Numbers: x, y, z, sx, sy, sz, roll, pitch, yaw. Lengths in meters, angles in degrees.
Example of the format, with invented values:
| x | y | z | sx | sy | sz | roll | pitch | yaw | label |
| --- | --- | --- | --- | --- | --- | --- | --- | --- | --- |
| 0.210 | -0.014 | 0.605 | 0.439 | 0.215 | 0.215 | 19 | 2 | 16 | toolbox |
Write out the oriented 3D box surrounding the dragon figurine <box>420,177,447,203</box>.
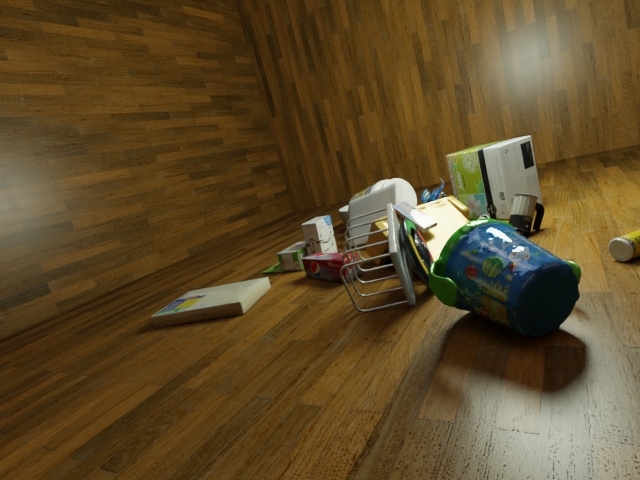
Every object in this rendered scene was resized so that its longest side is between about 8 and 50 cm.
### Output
| x | y | z | sx | sy | sz | roll | pitch | yaw | label |
| --- | --- | --- | --- | --- | --- | --- | --- | --- | --- |
| 0.624 | -0.240 | 2.246 | 0.144 | 0.289 | 0.085 | 23 | -7 | -30 | dragon figurine |

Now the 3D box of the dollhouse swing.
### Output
| x | y | z | sx | sy | sz | roll | pitch | yaw | label |
| --- | --- | --- | --- | --- | --- | --- | --- | --- | --- |
| 0.405 | 0.036 | 1.526 | 0.346 | 0.305 | 0.315 | -18 | -30 | -13 | dollhouse swing |

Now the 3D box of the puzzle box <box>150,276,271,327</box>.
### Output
| x | y | z | sx | sy | sz | roll | pitch | yaw | label |
| --- | --- | --- | --- | --- | --- | --- | --- | --- | --- |
| -0.434 | 0.246 | 1.616 | 0.408 | 0.052 | 0.272 | -12 | 12 | 18 | puzzle box |

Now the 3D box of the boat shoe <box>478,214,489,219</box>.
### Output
| x | y | z | sx | sy | sz | roll | pitch | yaw | label |
| --- | --- | --- | --- | --- | --- | --- | --- | --- | --- |
| 0.673 | -0.065 | 1.654 | 0.066 | 0.063 | 0.184 | -7 | 13 | 35 | boat shoe |

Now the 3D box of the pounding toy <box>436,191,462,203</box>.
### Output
| x | y | z | sx | sy | sz | roll | pitch | yaw | label |
| --- | --- | --- | --- | --- | --- | --- | --- | --- | --- |
| 0.536 | -0.119 | 1.797 | 0.094 | 0.181 | 0.206 | -20 | 12 | -23 | pounding toy |

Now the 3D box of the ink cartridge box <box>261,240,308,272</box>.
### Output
| x | y | z | sx | sy | sz | roll | pitch | yaw | label |
| --- | --- | --- | --- | --- | --- | --- | --- | --- | --- |
| -0.149 | 0.079 | 1.954 | 0.255 | 0.097 | 0.189 | -7 | 14 | 33 | ink cartridge box |

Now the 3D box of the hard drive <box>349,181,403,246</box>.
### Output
| x | y | z | sx | sy | sz | roll | pitch | yaw | label |
| --- | --- | --- | --- | --- | --- | --- | --- | --- | --- |
| 0.252 | -0.110 | 1.862 | 0.047 | 0.233 | 0.353 | 6 | -12 | -30 | hard drive |

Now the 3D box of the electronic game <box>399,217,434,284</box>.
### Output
| x | y | z | sx | sy | sz | roll | pitch | yaw | label |
| --- | --- | --- | --- | --- | --- | --- | --- | --- | --- |
| 0.306 | 0.035 | 1.224 | 0.048 | 0.229 | 0.229 | -28 | 5 | 23 | electronic game |

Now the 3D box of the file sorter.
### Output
| x | y | z | sx | sy | sz | roll | pitch | yaw | label |
| --- | --- | --- | --- | --- | --- | --- | --- | --- | --- |
| 0.170 | 0.052 | 1.220 | 0.173 | 0.193 | 0.278 | -15 | 30 | 17 | file sorter |

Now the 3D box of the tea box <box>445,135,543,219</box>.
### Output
| x | y | z | sx | sy | sz | roll | pitch | yaw | label |
| --- | --- | --- | --- | --- | --- | --- | --- | --- | --- |
| 0.804 | -0.283 | 1.875 | 0.220 | 0.329 | 0.323 | -20 | 11 | -22 | tea box |

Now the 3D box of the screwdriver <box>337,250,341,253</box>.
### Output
| x | y | z | sx | sy | sz | roll | pitch | yaw | label |
| --- | --- | --- | --- | --- | --- | --- | --- | --- | --- |
| 0.088 | 0.077 | 1.837 | 0.024 | 0.025 | 0.170 | -14 | 10 | 4 | screwdriver |

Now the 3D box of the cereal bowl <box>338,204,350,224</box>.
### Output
| x | y | z | sx | sy | sz | roll | pitch | yaw | label |
| --- | --- | --- | --- | --- | --- | --- | --- | --- | --- |
| 0.289 | -0.163 | 2.459 | 0.338 | 0.141 | 0.339 | -14 | 11 | 3 | cereal bowl |

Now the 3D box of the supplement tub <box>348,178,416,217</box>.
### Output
| x | y | z | sx | sy | sz | roll | pitch | yaw | label |
| --- | --- | --- | --- | --- | --- | --- | --- | --- | --- |
| 0.314 | -0.173 | 2.068 | 0.241 | 0.241 | 0.331 | -20 | -1 | -26 | supplement tub |

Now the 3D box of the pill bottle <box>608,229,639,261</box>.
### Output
| x | y | z | sx | sy | sz | roll | pitch | yaw | label |
| --- | --- | --- | --- | --- | --- | --- | --- | --- | --- |
| 0.835 | 0.009 | 1.062 | 0.116 | 0.065 | 0.065 | -18 | 11 | -13 | pill bottle |

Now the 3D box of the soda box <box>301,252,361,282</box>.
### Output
| x | y | z | sx | sy | sz | roll | pitch | yaw | label |
| --- | --- | --- | --- | --- | --- | --- | --- | --- | --- |
| 0.040 | 0.102 | 1.592 | 0.083 | 0.092 | 0.263 | -22 | 13 | -36 | soda box |

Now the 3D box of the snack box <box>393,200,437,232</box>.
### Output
| x | y | z | sx | sy | sz | roll | pitch | yaw | label |
| --- | --- | --- | --- | --- | --- | --- | --- | --- | --- |
| 0.341 | -0.091 | 1.463 | 0.064 | 0.022 | 0.178 | -25 | 42 | -19 | snack box |

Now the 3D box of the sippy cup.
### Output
| x | y | z | sx | sy | sz | roll | pitch | yaw | label |
| --- | --- | --- | --- | --- | --- | --- | --- | --- | --- |
| 0.414 | 0.088 | 0.879 | 0.305 | 0.240 | 0.224 | -38 | 23 | -2 | sippy cup |

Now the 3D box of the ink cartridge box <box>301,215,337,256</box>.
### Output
| x | y | z | sx | sy | sz | roll | pitch | yaw | label |
| --- | --- | --- | --- | --- | --- | --- | --- | --- | --- |
| 0.000 | 0.000 | 1.873 | 0.085 | 0.203 | 0.148 | -6 | 14 | 30 | ink cartridge box |

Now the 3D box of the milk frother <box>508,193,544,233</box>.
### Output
| x | y | z | sx | sy | sz | roll | pitch | yaw | label |
| --- | --- | --- | --- | --- | --- | --- | --- | --- | --- |
| 0.750 | -0.096 | 1.518 | 0.129 | 0.135 | 0.143 | 14 | -1 | -29 | milk frother |
